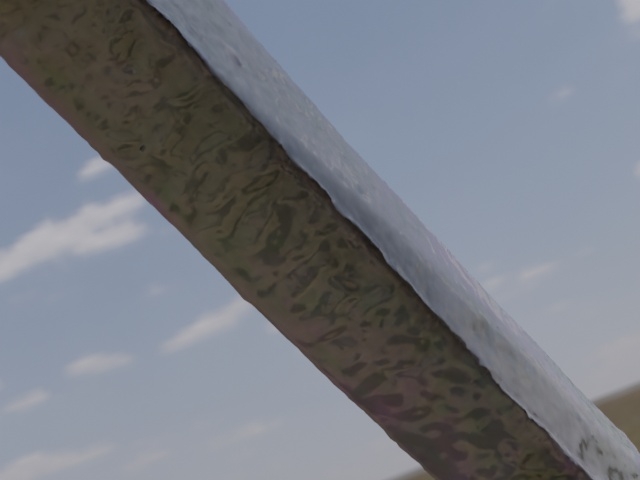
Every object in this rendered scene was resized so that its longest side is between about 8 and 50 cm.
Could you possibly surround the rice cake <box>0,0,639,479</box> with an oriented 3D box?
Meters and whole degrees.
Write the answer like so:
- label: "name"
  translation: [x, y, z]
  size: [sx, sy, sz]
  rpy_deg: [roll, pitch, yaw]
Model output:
- label: "rice cake"
  translation: [0.000, 0.000, 0.646]
  size: [0.056, 0.365, 0.073]
  rpy_deg: [-35, 25, 21]
